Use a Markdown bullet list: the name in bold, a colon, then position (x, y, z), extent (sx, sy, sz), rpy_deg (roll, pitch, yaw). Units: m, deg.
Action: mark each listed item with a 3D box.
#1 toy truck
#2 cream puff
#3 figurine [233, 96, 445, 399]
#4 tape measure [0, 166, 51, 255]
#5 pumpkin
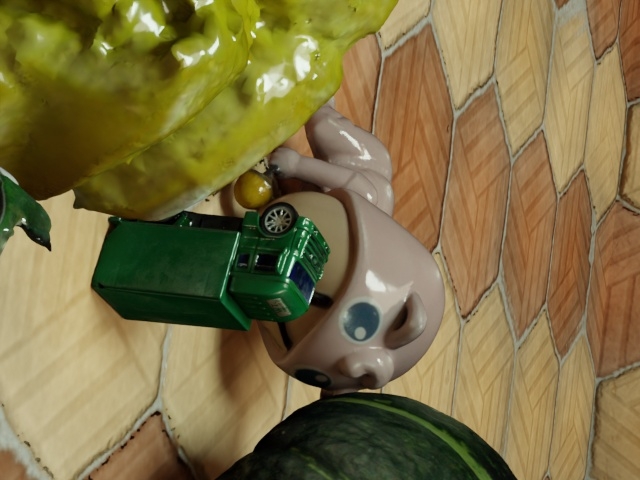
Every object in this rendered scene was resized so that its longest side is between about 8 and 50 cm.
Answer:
- **toy truck**: position (-0.072, 0.014, 1.168), extent (0.065, 0.147, 0.079), rpy_deg (56, 42, -58)
- **cream puff**: position (-0.135, -0.167, 0.793), extent (0.275, 0.378, 0.378), rpy_deg (-49, 152, -4)
- **figurine**: position (0.000, 0.000, 1.391), extent (0.176, 0.186, 0.287), rpy_deg (-49, -146, 46)
- **tape measure**: position (-0.239, -0.012, 0.694), extent (0.178, 0.196, 0.105), rpy_deg (45, 32, -28)
- **pumpkin**: position (0.019, 0.268, 1.263), extent (0.323, 0.241, 0.323), rpy_deg (-42, 161, -18)
